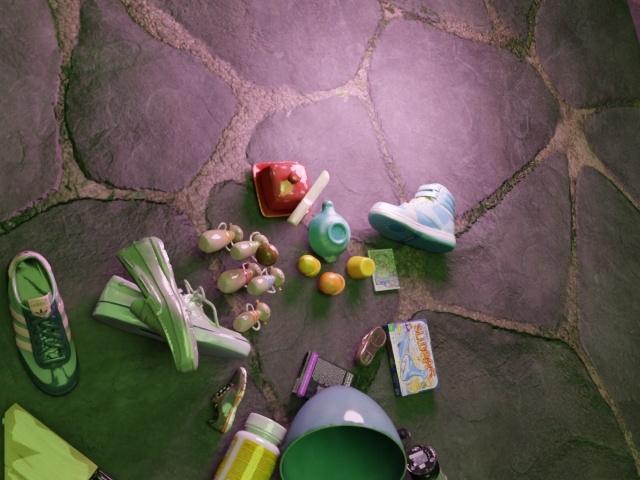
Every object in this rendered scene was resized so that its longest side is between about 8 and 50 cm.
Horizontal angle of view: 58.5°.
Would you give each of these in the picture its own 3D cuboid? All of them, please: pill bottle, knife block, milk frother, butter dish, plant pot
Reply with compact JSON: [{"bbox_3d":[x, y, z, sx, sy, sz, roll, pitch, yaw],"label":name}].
[{"bbox_3d":[-0.166,0.516,1.319,0.119,0.119,0.209,34,63,-14],"label":"pill bottle"},{"bbox_3d":[-0.516,0.463,1.177,0.242,0.088,0.276,-1,75,-28],"label":"knife block"},{"bbox_3d":[0.260,0.593,1.532,0.143,0.129,0.135,-84,156,-50],"label":"milk frother"},{"bbox_3d":[-0.088,-0.156,1.566,0.159,0.118,0.160,-7,77,-29],"label":"butter dish"},{"bbox_3d":[0.050,0.469,1.381,0.290,0.290,0.195,28,27,-17],"label":"plant pot"}]

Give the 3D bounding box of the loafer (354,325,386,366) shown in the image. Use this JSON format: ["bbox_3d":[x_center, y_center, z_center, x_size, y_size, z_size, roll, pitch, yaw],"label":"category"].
[{"bbox_3d":[0.133,0.293,1.583,0.056,0.050,0.148,54,44,-7],"label":"loafer"}]

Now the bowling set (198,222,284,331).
[{"bbox_3d":[-0.151,0.069,1.413,0.154,0.199,0.287,-22,91,-59],"label":"bowling set"}]

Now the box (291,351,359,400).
[{"bbox_3d":[0.015,0.379,1.506,0.162,0.029,0.116,29,65,-15],"label":"box"}]

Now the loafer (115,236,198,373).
[{"bbox_3d":[-0.348,0.143,1.224,0.111,0.112,0.320,-20,66,-17],"label":"loafer"}]

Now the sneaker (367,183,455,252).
[{"bbox_3d":[0.282,-0.100,1.737,0.319,0.127,0.208,21,68,-30],"label":"sneaker"}]

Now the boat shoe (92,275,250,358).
[{"bbox_3d":[-0.328,0.164,1.350,0.367,0.136,0.157,19,64,-10],"label":"boat shoe"}]

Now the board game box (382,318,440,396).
[{"bbox_3d":[0.260,0.333,1.640,0.136,0.035,0.201,-5,77,-28],"label":"board game box"}]

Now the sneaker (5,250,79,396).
[{"bbox_3d":[-0.590,0.174,1.202,0.112,0.131,0.319,-19,84,-30],"label":"sneaker"}]

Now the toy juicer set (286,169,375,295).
[{"bbox_3d":[0.000,0.000,1.582,0.209,0.089,0.329,-33,102,-27],"label":"toy juicer set"}]

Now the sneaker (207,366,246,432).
[{"bbox_3d":[-0.225,0.375,1.370,0.064,0.061,0.158,23,65,-12],"label":"sneaker"}]

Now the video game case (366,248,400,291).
[{"bbox_3d":[0.186,0.087,1.693,0.087,0.011,0.122,-3,77,-28],"label":"video game case"}]
